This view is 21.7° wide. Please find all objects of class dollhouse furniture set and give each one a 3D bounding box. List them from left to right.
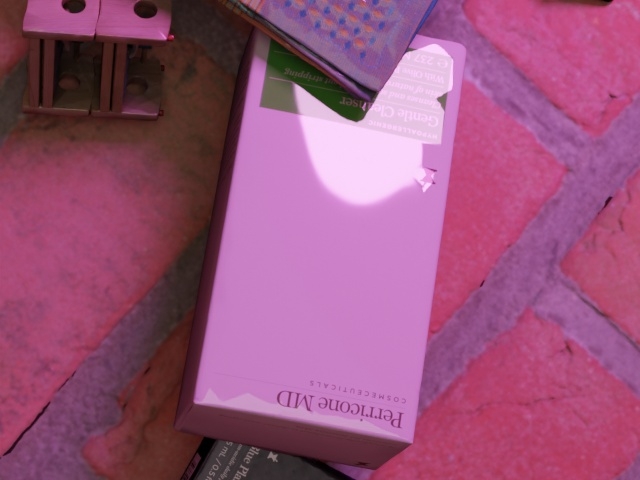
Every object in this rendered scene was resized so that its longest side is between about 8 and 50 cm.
[{"bbox_3d":[-0.200,-0.223,1.523,0.129,0.129,0.183,4,60,-8],"label":"dollhouse furniture set"}]

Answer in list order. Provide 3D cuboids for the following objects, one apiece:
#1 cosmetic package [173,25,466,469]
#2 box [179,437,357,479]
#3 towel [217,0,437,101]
[{"bbox_3d":[0.000,0.000,1.475,0.197,0.155,0.365,10,72,-8],"label":"cosmetic package"},{"bbox_3d":[-0.059,0.260,1.541,0.158,0.093,0.156,30,86,-8],"label":"box"},{"bbox_3d":[-0.035,-0.328,1.434,0.370,0.040,0.271,35,81,-1],"label":"towel"}]
